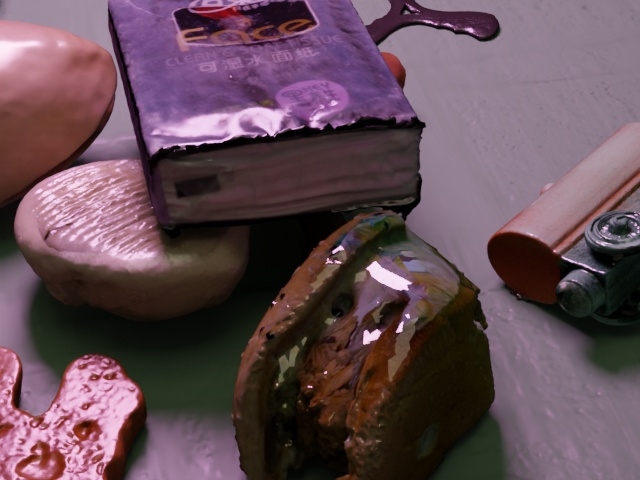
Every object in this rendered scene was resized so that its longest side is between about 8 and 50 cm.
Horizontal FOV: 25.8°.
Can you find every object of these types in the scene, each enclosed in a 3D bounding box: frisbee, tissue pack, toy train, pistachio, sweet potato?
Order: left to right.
[{"bbox_3d":[-0.361,-0.124,1.434,0.318,0.193,0.214,-18,75,-10],"label":"pistachio"},{"bbox_3d":[-0.066,-0.147,1.389,0.259,0.122,0.361,-7,35,-10],"label":"tissue pack"},{"bbox_3d":[0.002,-0.002,1.411,0.069,0.059,0.249,-9,38,8],"label":"sweet potato"},{"bbox_3d":[0.103,-0.279,1.745,0.211,0.012,0.187,33,52,29],"label":"frisbee"},{"bbox_3d":[0.297,-0.025,1.409,0.177,0.116,0.285,21,46,37],"label":"toy train"}]

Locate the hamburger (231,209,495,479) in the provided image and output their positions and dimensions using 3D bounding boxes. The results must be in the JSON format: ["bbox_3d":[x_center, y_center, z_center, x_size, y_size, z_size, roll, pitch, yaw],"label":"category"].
[{"bbox_3d":[0.043,0.097,1.217,0.167,0.192,0.288,19,44,32],"label":"hamburger"}]

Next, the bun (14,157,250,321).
[{"bbox_3d":[-0.175,0.006,1.351,0.237,0.116,0.210,25,40,28],"label":"bun"}]

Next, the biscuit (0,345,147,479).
[{"bbox_3d":[-0.260,0.220,1.170,0.202,0.047,0.334,2,40,2],"label":"biscuit"}]

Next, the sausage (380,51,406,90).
[{"bbox_3d":[-0.041,-0.121,1.522,0.326,0.079,0.087,-26,67,-26],"label":"sausage"}]
